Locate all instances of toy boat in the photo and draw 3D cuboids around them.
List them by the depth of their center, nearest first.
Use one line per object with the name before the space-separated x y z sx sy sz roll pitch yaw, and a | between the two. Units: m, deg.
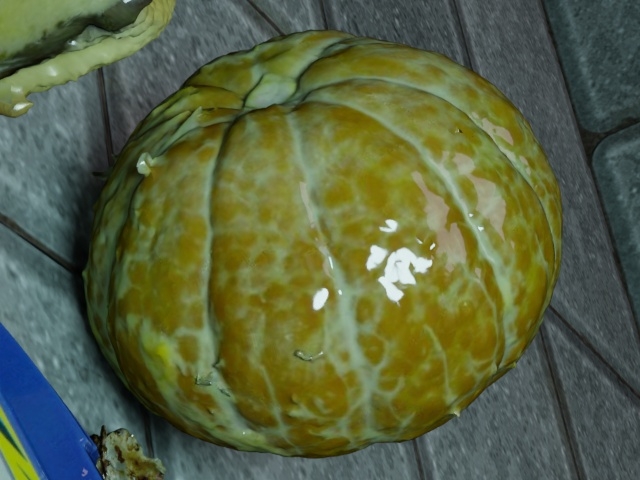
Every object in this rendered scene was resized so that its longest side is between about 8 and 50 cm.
toy boat | -0.168 0.128 1.109 0.295 0.088 0.129 60 -10 12

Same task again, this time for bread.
bread | -0.200 -0.175 1.230 0.162 0.204 0.262 58 13 -58

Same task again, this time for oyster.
oyster | -0.122 0.178 1.259 0.086 0.029 0.132 45 30 -33

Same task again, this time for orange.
orange | 0.000 0.000 1.342 0.329 0.329 0.249 -78 150 -60
